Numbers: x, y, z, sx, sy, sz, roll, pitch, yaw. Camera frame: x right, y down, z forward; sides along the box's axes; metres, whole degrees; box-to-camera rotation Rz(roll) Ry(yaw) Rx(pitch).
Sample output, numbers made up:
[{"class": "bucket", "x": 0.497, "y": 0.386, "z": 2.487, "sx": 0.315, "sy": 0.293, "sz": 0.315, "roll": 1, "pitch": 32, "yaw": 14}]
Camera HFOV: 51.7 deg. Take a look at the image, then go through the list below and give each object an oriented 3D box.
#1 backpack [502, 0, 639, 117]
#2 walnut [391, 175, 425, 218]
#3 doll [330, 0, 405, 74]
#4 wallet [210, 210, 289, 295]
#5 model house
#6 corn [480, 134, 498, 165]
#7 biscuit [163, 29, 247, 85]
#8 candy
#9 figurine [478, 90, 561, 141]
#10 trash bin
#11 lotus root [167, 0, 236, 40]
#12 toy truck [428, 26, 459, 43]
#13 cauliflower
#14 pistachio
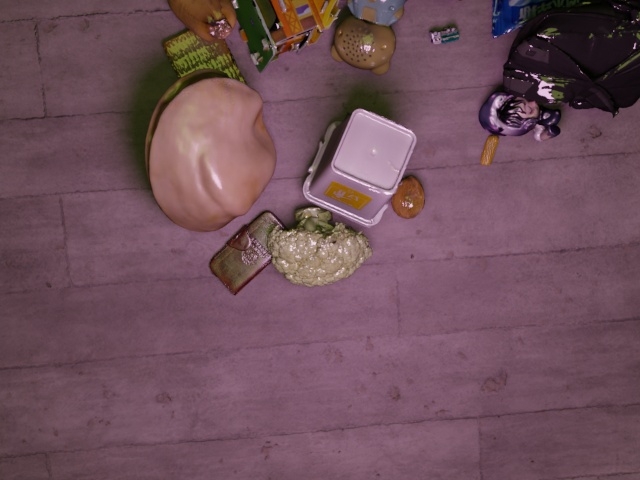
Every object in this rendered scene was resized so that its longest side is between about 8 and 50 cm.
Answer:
[{"class": "backpack", "x": 0.708, "y": -0.491, "z": 1.774, "sx": 0.445, "sy": 0.363, "sz": 0.255, "roll": -1, "pitch": 64, "yaw": -4}, {"class": "walnut", "x": 0.257, "y": -0.125, "z": 1.925, "sx": 0.105, "sy": 0.105, "sz": 0.125, "roll": 4, "pitch": 95, "yaw": -2}, {"class": "doll", "x": 0.139, "y": -0.601, "z": 1.822, "sx": 0.176, "sy": 0.161, "sz": 0.261, "roll": 21, "pitch": 118, "yaw": 7}, {"class": "wallet", "x": -0.207, "y": 0.032, "z": 1.958, "sx": 0.255, "sy": 0.031, "sz": 0.137, "roll": -42, "pitch": 96, "yaw": 3}, {"class": "model house", "x": -0.098, "y": -0.699, "z": 1.825, "sx": 0.312, "sy": 0.242, "sz": 0.358, "roll": -27, "pitch": 95, "yaw": -16}, {"class": "corn", "x": 0.499, "y": -0.266, "z": 1.951, "sx": 0.037, "sy": 0.037, "sz": 0.093, "roll": 15, "pitch": 97, "yaw": -3}, {"class": "biscuit", "x": -0.323, "y": -0.487, "z": 1.902, "sx": 0.172, "sy": 0.029, "sz": 0.255, "roll": -26, "pitch": 96, "yaw": 0}, {"class": "candy", "x": 0.655, "y": -0.670, "z": 1.894, "sx": 0.330, "sy": 0.077, "sz": 0.187, "roll": 1, "pitch": 90, "yaw": -4}, {"class": "figurine", "x": 0.569, "y": -0.356, "z": 1.909, "sx": 0.222, "sy": 0.145, "sz": 0.146, "roll": 18, "pitch": 95, "yaw": -8}, {"class": "trash bin", "x": 0.118, "y": -0.220, "z": 1.769, "sx": 0.255, "sy": 0.367, "sz": 0.296, "roll": 25, "pitch": 83, "yaw": -4}, {"class": "lotus root", "x": -0.329, "y": -0.652, "z": 1.815, "sx": 0.146, "sy": 0.131, "sz": 0.303, "roll": -38, "pitch": 69, "yaw": -5}, {"class": "toy truck", "x": 0.358, "y": -0.592, "z": 1.911, "sx": 0.083, "sy": 0.039, "sz": 0.044, "roll": -14, "pitch": 110, "yaw": -2}, {"class": "cauliflower", "x": 0.000, "y": 0.000, "z": 1.884, "sx": 0.272, "sy": 0.275, "sz": 0.251, "roll": -19, "pitch": 63, "yaw": 17}, {"class": "pistachio", "x": -0.295, "y": -0.236, "z": 1.805, "sx": 0.365, "sy": 0.281, "sz": 0.446, "roll": -1, "pitch": 111, "yaw": -33}]
